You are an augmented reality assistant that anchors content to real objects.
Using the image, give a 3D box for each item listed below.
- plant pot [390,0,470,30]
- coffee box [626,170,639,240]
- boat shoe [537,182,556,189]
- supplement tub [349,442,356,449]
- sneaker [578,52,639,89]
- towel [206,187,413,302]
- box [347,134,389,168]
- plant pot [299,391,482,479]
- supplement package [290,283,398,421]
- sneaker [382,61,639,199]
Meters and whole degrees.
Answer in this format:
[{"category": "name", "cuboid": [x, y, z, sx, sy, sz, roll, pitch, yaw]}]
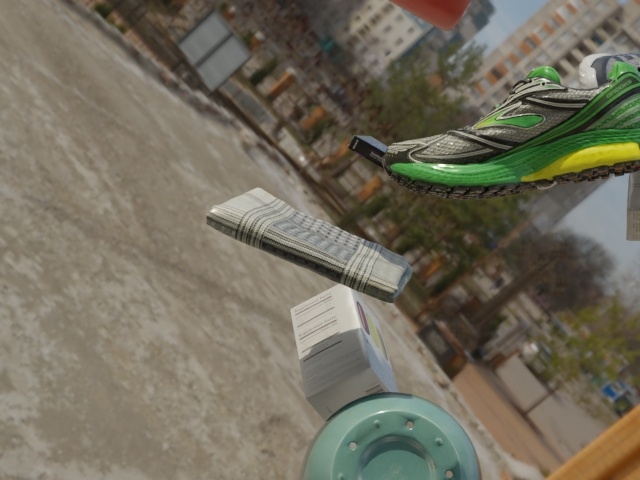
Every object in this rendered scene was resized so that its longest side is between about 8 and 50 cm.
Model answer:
[{"category": "plant pot", "cuboid": [0.155, -0.528, 1.579, 0.243, 0.275, 0.275, 17, 13, -6]}, {"category": "coffee box", "cuboid": [0.663, -0.089, 1.515, 0.119, 0.297, 0.168, 57, 41, -58]}, {"category": "boat shoe", "cuboid": [0.535, -0.207, 1.883, 0.096, 0.267, 0.088, 39, 9, -27]}, {"category": "supplement tub", "cuboid": [0.129, 0.542, 1.872, 0.193, 0.193, 0.316, 44, 23, -30]}, {"category": "sneaker", "cuboid": [0.500, -0.252, 1.410, 0.268, 0.153, 0.101, -24, 104, -52]}, {"category": "towel", "cuboid": [0.000, 0.000, 1.485, 0.312, 0.056, 0.324, 23, 9, 7]}, {"category": "box", "cuboid": [0.134, -0.131, 1.579, 0.162, 0.029, 0.116, 30, 13, 12]}, {"category": "plant pot", "cuboid": [0.107, 0.359, 1.365, 0.293, 0.293, 0.235, 51, -10, 15]}, {"category": "supplement package", "cuboid": [0.044, 0.216, 1.711, 0.139, 0.133, 0.244, 54, 13, -36]}, {"category": "sneaker", "cuboid": [0.245, -0.133, 1.160, 0.134, 0.343, 0.146, 13, 67, -78]}]
